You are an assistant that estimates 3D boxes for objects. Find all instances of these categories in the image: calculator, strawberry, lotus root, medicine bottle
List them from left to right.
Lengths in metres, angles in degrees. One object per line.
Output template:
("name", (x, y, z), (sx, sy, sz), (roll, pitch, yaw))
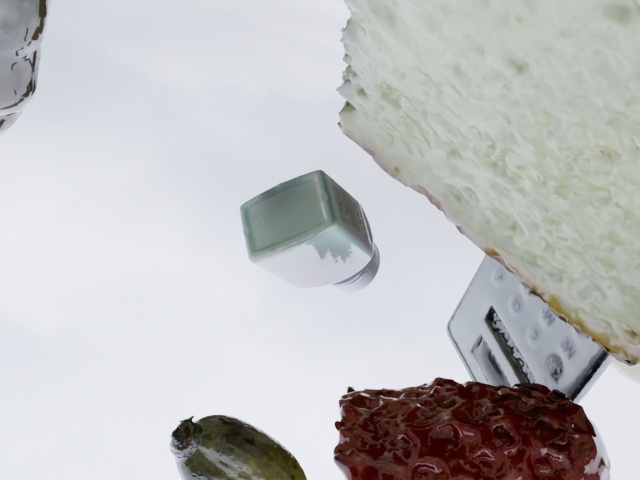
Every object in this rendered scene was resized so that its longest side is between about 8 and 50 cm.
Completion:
("lotus root", (-0.051, 0.136, 0.519), (0.099, 0.054, 0.049), (38, 179, -21))
("medicine bottle", (0.000, 0.000, 0.659), (0.118, 0.074, 0.055), (35, -145, -56))
("strawberry", (0.126, 0.192, 0.631), (0.178, 0.234, 0.234), (-27, -162, 17))
("calculator", (0.180, 0.053, 0.707), (0.021, 0.262, 0.161), (-5, -133, -24))

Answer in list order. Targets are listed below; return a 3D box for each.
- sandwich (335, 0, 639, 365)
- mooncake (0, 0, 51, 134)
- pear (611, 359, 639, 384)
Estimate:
("sandwich", (0.138, -0.110, 0.431), (0.131, 0.325, 0.262), (-38, -116, -20))
("mooncake", (-0.201, -0.147, 0.353), (0.124, 0.228, 0.228), (-13, -148, -38))
("pear", (0.335, 0.037, 0.814), (0.269, 0.212, 0.212), (29, -172, -41))
